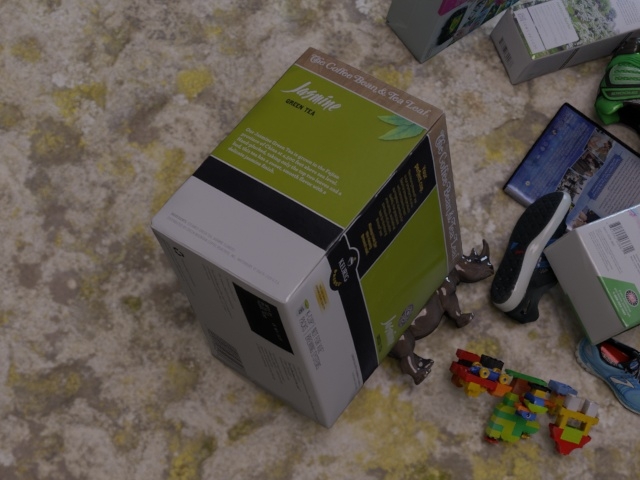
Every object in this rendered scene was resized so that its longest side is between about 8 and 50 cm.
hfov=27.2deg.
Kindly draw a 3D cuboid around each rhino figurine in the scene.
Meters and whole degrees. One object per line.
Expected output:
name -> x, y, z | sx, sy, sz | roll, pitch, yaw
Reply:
rhino figurine -> 0.164, 0.083, 1.850 | 0.106, 0.073, 0.243 | 40, 68, 2

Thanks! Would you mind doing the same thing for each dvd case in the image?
dvd case -> 0.421, -0.070, 1.974 | 0.253, 0.022, 0.180 | 36, 68, 4

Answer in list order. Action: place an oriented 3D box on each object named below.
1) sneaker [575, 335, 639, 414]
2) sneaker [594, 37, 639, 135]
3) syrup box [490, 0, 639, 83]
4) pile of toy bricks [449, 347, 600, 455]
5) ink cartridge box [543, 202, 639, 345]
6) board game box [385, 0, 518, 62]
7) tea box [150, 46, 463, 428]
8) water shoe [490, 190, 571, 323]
sneaker -> 0.435, 0.189, 1.859 | 0.162, 0.073, 0.063 | 35, 68, 4
sneaker -> 0.567, -0.155, 1.987 | 0.343, 0.134, 0.146 | 31, 76, 11
syrup box -> 0.392, -0.326, 2.018 | 0.237, 0.096, 0.093 | -18, 77, -16
pile of toy bricks -> 0.262, 0.232, 1.812 | 0.212, 0.118, 0.105 | 19, 97, -20
ink cartridge box -> 0.443, 0.036, 1.857 | 0.212, 0.093, 0.154 | -20, 78, -29
board game box -> 0.258, -0.418, 1.959 | 0.303, 0.224, 0.097 | -34, 79, -18
tea box -> 0.000, 0.000, 1.686 | 0.220, 0.329, 0.323 | 30, 66, 27
water shoe -> 0.312, 0.024, 1.902 | 0.080, 0.073, 0.203 | 40, 72, -29
